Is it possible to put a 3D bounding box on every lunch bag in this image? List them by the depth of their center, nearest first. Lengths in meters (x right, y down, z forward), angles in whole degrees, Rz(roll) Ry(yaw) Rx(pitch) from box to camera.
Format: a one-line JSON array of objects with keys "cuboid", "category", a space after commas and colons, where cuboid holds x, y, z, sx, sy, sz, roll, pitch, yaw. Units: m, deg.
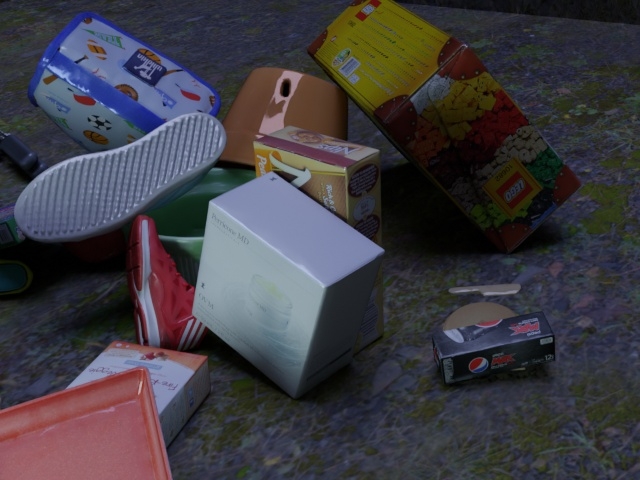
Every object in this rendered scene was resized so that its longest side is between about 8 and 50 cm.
[{"cuboid": [-0.378, -0.266, 1.936, 0.328, 0.239, 0.385, 32, -1, -11], "category": "lunch bag"}]

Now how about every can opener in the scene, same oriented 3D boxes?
[{"cuboid": [-0.707, -0.194, 2.285, 0.093, 0.074, 0.280, -50, 41, -12], "category": "can opener"}]

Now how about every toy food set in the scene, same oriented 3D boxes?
[{"cuboid": [0.254, 0.143, 1.537, 0.132, 0.038, 0.192, -3, 36, 11], "category": "toy food set"}]

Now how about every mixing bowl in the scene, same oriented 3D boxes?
[{"cuboid": [-0.396, -0.020, 1.819, 0.181, 0.098, 0.181, -21, 11, 4], "category": "mixing bowl"}]

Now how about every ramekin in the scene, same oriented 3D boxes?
[{"cuboid": [-0.194, -0.003, 1.737, 0.303, 0.148, 0.303, -2, 26, 1], "category": "ramekin"}]

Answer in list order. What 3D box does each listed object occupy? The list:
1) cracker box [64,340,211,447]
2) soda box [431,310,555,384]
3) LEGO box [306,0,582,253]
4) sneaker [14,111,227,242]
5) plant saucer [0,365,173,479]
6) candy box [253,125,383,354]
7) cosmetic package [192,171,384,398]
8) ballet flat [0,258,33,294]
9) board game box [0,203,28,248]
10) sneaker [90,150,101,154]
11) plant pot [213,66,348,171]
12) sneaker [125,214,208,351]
[{"cuboid": [-0.269, 0.230, 1.360, 0.156, 0.067, 0.232, 7, 28, 18], "category": "cracker box"}, {"cuboid": [0.250, 0.154, 1.443, 0.169, 0.053, 0.060, -11, 36, -2], "category": "soda box"}, {"cuboid": [0.218, -0.246, 1.919, 0.193, 0.372, 0.500, -44, 30, 6], "category": "LEGO box"}, {"cuboid": [-0.320, -0.079, 1.633, 0.366, 0.150, 0.135, -25, 78, -22], "category": "sneaker"}, {"cuboid": [-0.302, 0.289, 1.173, 0.258, 0.047, 0.259, -17, 42, -7], "category": "plant saucer"}, {"cuboid": [0.000, 0.000, 1.524, 0.183, 0.316, 0.087, 19, 34, 36], "category": "candy box"}, {"cuboid": [-0.054, 0.063, 1.442, 0.224, 0.224, 0.138, 35, 41, 26], "category": "cosmetic package"}, {"cuboid": [-0.615, 0.068, 1.732, 0.231, 0.077, 0.077, -3, 5, -7], "category": "ballet flat"}, {"cuboid": [-0.568, -0.026, 1.803, 0.317, 0.046, 0.213, -13, 16, 38], "category": "board game box"}, {"cuboid": [-0.484, -0.087, 1.933, 0.153, 0.094, 0.235, -33, 7, -26], "category": "sneaker"}, {"cuboid": [-0.065, -0.206, 1.936, 0.291, 0.203, 0.291, 15, -6, 2], "category": "plant pot"}, {"cuboid": [-0.231, 0.068, 1.567, 0.128, 0.221, 0.087, -3, -6, -25], "category": "sneaker"}]
